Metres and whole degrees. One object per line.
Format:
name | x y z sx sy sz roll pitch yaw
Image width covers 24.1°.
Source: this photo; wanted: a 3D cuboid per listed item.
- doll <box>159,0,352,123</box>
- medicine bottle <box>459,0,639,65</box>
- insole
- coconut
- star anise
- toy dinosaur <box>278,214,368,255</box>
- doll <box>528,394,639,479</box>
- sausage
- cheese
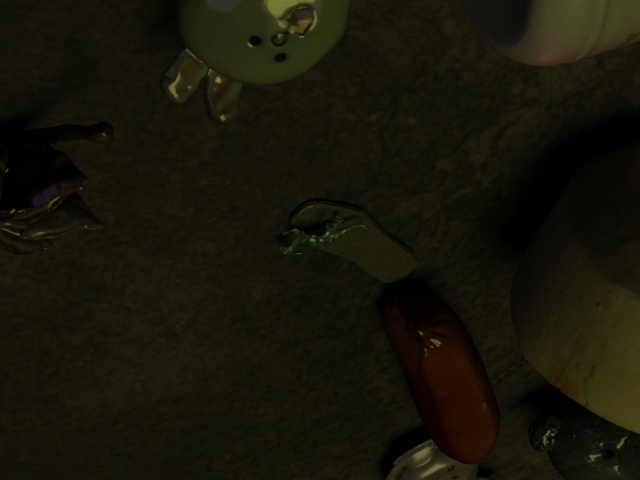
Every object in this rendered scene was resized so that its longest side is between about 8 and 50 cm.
doll | -0.016 -0.205 1.141 0.155 0.113 0.275 24 130 -37
medicine bottle | 0.248 -0.274 1.084 0.302 0.241 0.241 -17 145 -11
insole | 0.037 0.000 1.517 0.063 0.010 0.192 -39 142 18
coconut | 0.355 0.055 1.544 0.323 0.323 0.323 -16 144 -12
star anise | -0.267 -0.042 1.212 0.231 0.089 0.209 -18 157 0
toy dinosaur | 0.000 0.000 1.469 0.083 0.021 0.062 13 137 -34
doll | 0.422 0.205 1.891 0.246 0.158 0.340 36 118 -28
sausage | 0.144 0.154 1.712 0.094 0.097 0.348 -32 146 -6
cheese | 0.160 0.313 1.965 0.135 0.052 0.244 -30 145 7
